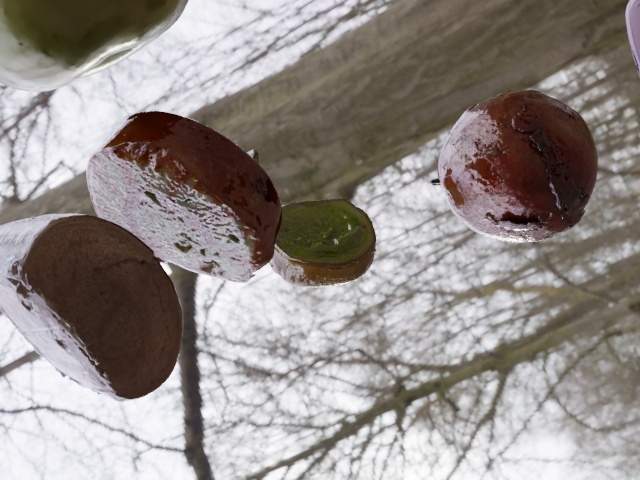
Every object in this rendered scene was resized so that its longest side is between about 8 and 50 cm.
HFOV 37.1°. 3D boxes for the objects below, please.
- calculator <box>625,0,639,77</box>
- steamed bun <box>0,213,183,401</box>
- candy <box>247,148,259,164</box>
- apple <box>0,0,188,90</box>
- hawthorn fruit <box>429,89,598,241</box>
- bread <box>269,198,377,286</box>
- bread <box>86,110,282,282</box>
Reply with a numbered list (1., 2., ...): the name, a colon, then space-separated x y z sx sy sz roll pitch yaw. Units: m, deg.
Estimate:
1. calculator: 0.589 -0.302 1.501 0.043 0.194 0.294 -1 -109 -49
2. steamed bun: -0.340 0.077 1.408 0.199 0.251 0.301 -45 -65 -27
3. candy: -0.255 -0.103 2.037 0.101 0.271 0.143 -123 23 -50
4. apple: -0.442 -0.479 1.580 0.473 0.473 0.474 46 -152 -34
5. hawthorn fruit: 0.370 -0.144 1.775 0.316 0.316 0.316 46 -152 -34
6. bread: 0.000 0.000 1.894 0.236 0.236 0.070 -85 2 -52
7. bread: -0.223 -0.067 1.546 0.114 0.327 0.295 -57 -28 -34
